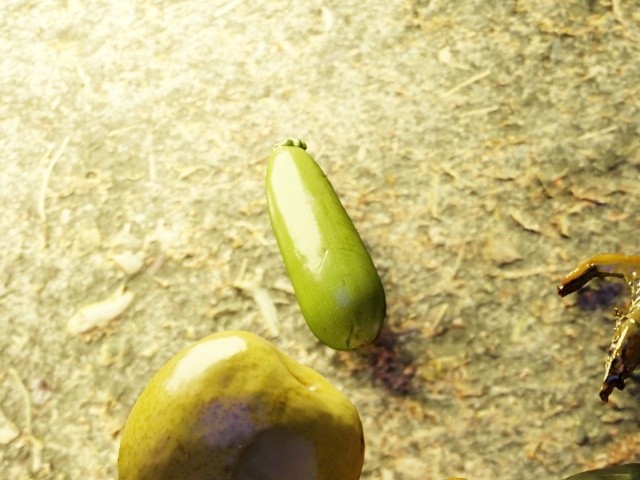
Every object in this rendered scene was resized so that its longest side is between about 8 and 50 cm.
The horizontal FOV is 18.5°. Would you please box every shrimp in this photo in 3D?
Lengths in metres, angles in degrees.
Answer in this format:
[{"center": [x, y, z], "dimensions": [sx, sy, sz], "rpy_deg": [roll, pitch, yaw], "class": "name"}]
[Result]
[{"center": [0.215, 0.062, 1.463], "dimensions": [0.091, 0.025, 0.127], "rpy_deg": [13, 58, 18], "class": "shrimp"}]

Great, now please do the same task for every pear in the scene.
[{"center": [-0.060, 0.155, 1.382], "dimensions": [0.178, 0.178, 0.178], "rpy_deg": [-5, 58, 8], "class": "pear"}]

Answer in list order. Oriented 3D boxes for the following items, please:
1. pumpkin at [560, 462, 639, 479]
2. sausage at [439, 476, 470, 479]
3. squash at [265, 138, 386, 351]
[{"center": [0.207, 0.292, 1.192], "dimensions": [0.323, 0.241, 0.323], "rpy_deg": [-3, 64, 6], "class": "pumpkin"}, {"center": [0.038, 0.278, 1.322], "dimensions": [0.105, 0.105, 0.274], "rpy_deg": [34, 70, 26], "class": "sausage"}, {"center": [0.000, 0.000, 1.520], "dimensions": [0.066, 0.066, 0.201], "rpy_deg": [-19, 55, -1], "class": "squash"}]
